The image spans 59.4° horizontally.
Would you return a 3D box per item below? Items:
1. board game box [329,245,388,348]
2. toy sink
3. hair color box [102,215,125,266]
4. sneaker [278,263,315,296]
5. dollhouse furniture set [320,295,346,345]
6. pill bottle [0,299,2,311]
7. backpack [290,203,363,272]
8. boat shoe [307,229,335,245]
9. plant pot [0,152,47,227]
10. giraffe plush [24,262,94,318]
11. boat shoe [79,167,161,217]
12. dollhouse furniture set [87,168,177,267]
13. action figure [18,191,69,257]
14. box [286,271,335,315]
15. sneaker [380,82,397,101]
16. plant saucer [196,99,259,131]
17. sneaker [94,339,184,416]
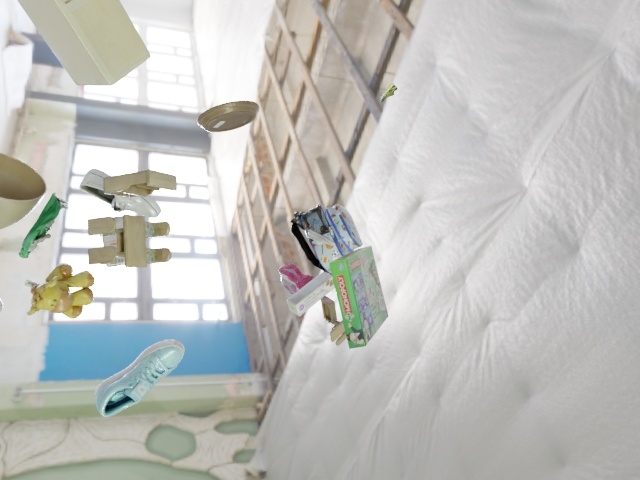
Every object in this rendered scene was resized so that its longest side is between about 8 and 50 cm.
[{"bbox_3d":[0.108,0.136,1.468,0.317,0.046,0.213,-16,92,-73],"label":"board game box"},{"bbox_3d":[-0.485,-0.451,1.146,0.153,0.131,0.234,13,-38,40],"label":"toy sink"},{"bbox_3d":[-0.594,0.003,1.628,0.043,0.072,0.141,151,-69,-71],"label":"hair color box"},{"bbox_3d":[-0.087,0.205,2.478,0.252,0.103,0.111,37,-39,42],"label":"sneaker"},{"bbox_3d":[0.033,0.298,2.019,0.151,0.123,0.144,31,-34,33],"label":"dollhouse furniture set"},{"bbox_3d":[-0.916,0.111,1.354,0.264,0.146,0.146,63,-1,-34],"label":"pill bottle"},{"bbox_3d":[0.047,-0.005,2.173,0.276,0.213,0.263,6,65,-69],"label":"backpack"},{"bbox_3d":[0.000,0.000,1.816,0.035,0.100,0.035,-64,161,3],"label":"boat shoe"},{"bbox_3d":[-1.088,-0.144,1.856,0.191,0.284,0.284,-55,-149,20],"label":"plant pot"},{"bbox_3d":[-0.818,0.165,1.732,0.170,0.210,0.181,-164,-100,-73],"label":"giraffe plush"},{"bbox_3d":[-0.640,-0.129,1.790,0.095,0.258,0.084,-53,-167,51],"label":"boat shoe"},{"bbox_3d":[-0.473,-0.051,1.478,0.212,0.161,0.242,6,80,-65],"label":"dollhouse furniture set"},{"bbox_3d":[-0.917,-0.036,1.846,0.232,0.063,0.137,-52,-144,3],"label":"action figure"},{"bbox_3d":[0.001,0.190,2.332,0.067,0.324,0.063,21,-43,43],"label":"box"},{"bbox_3d":[0.262,-0.561,2.152,0.083,0.035,0.031,-52,176,28],"label":"sneaker"},{"bbox_3d":[-0.395,-0.530,2.427,0.278,0.278,0.041,-27,-102,67],"label":"plant saucer"},{"bbox_3d":[-0.638,0.510,2.018,0.135,0.366,0.150,55,-4,-34],"label":"sneaker"}]
